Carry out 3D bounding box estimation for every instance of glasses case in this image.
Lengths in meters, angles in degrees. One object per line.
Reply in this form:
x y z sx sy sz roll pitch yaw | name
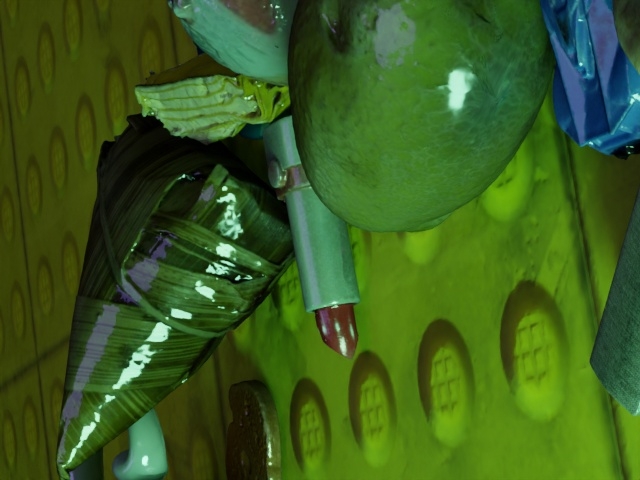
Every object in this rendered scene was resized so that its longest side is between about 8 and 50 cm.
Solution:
0.192 -0.005 0.940 0.071 0.047 0.205 -126 39 -50 | glasses case

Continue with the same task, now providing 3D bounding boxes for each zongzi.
-0.161 0.040 1.558 0.288 0.134 0.286 -56 25 5 | zongzi

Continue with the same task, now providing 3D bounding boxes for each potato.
0.056 -0.100 1.111 0.251 0.159 0.174 102 -177 -50 | potato

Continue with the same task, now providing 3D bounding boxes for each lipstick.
-0.001 0.000 1.387 0.063 0.057 0.186 151 111 -64 | lipstick

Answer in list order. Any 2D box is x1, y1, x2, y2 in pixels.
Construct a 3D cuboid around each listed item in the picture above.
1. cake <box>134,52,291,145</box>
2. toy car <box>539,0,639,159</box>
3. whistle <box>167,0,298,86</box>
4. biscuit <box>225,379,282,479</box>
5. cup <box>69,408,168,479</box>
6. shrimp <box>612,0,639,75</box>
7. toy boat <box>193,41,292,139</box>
-0.069 -0.105 1.413 0.079 0.185 0.116 60 -155 -26 | cake
0.153 -0.152 0.987 0.103 0.063 0.216 158 107 -67 | toy car
-0.003 -0.224 1.201 0.348 0.189 0.189 -55 44 49 | whistle
-0.056 0.185 1.587 0.102 0.019 0.130 -157 66 -64 | biscuit
-0.164 0.289 1.564 0.274 0.259 0.356 170 98 -65 | cup
0.211 -0.166 0.849 0.219 0.046 0.152 -40 42 46 | shrimp
-0.074 -0.230 1.485 0.134 0.092 0.298 16 108 62 | toy boat
